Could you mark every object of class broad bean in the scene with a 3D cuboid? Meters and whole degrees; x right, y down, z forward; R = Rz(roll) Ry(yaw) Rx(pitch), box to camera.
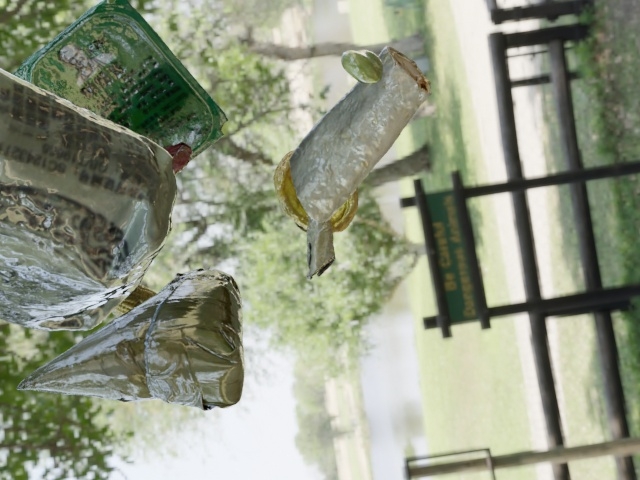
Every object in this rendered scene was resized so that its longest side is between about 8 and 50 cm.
[{"bbox_3d":[0.059,-0.244,1.257,0.045,0.063,0.083,-52,-1,17],"label":"broad bean"}]

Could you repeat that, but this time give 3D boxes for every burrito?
[{"bbox_3d":[0.000,0.000,1.695,0.041,0.055,0.149,22,-113,-73],"label":"burrito"},{"bbox_3d":[0.059,-0.180,1.504,0.105,0.299,0.143,28,-160,-39],"label":"burrito"}]

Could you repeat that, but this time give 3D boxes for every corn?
[{"bbox_3d":[-0.326,0.146,1.759,0.288,0.086,0.087,42,-147,-53],"label":"corn"}]

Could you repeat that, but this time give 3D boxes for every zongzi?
[{"bbox_3d":[-0.313,0.164,1.545,0.323,0.360,0.160,-105,12,-66],"label":"zongzi"}]

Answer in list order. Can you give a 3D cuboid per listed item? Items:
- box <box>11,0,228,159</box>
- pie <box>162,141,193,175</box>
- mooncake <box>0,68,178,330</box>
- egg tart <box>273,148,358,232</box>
[{"bbox_3d":[-0.363,-0.271,1.663,0.337,0.264,0.106,50,-169,-30],"label":"box"},{"bbox_3d":[-0.287,-0.118,1.533,0.036,0.154,0.154,58,-172,-21],"label":"pie"},{"bbox_3d":[-0.253,-0.023,0.744,0.250,0.254,0.136,-36,39,54],"label":"mooncake"},{"bbox_3d":[-0.014,-0.097,1.797,0.074,0.191,0.191,-24,72,63],"label":"egg tart"}]
